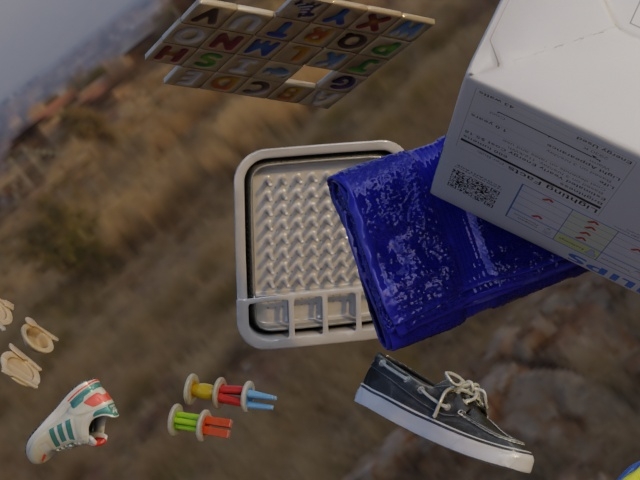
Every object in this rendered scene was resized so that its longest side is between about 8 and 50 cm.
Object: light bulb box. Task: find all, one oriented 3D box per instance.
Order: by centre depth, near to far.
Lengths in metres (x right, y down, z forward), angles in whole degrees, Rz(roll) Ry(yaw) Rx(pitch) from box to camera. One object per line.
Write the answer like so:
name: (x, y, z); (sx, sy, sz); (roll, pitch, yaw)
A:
light bulb box: (0.330, -0.122, 1.492); (0.225, 0.358, 0.361); (-62, -6, -15)

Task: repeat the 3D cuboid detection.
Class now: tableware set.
tableware set: (-0.436, 0.133, 1.976); (0.020, 0.141, 0.169); (-47, 13, 19)

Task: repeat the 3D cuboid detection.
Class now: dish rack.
dish rack: (0.000, 0.000, 2.244); (0.285, 0.333, 0.072); (-5, 20, -12)

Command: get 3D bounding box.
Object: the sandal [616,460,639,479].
sandal: (0.296, 0.335, 1.227); (0.126, 0.317, 0.138); (5, 11, 24)

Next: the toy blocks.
toy blocks: (-0.154, 0.271, 2.254); (0.148, 0.054, 0.123); (6, 42, 18)

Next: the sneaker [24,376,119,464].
sneaker: (-0.329, 0.259, 1.885); (0.161, 0.075, 0.057); (-49, -15, 20)

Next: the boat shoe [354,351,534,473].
boat shoe: (0.193, 0.251, 2.107); (0.306, 0.113, 0.105); (22, 88, 40)

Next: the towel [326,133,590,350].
towel: (0.182, -0.020, 1.720); (0.308, 0.228, 0.076); (-20, 3, -17)

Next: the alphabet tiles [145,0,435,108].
alphabet tiles: (-0.040, -0.187, 1.378); (0.237, 0.009, 0.198); (5, -22, -32)
